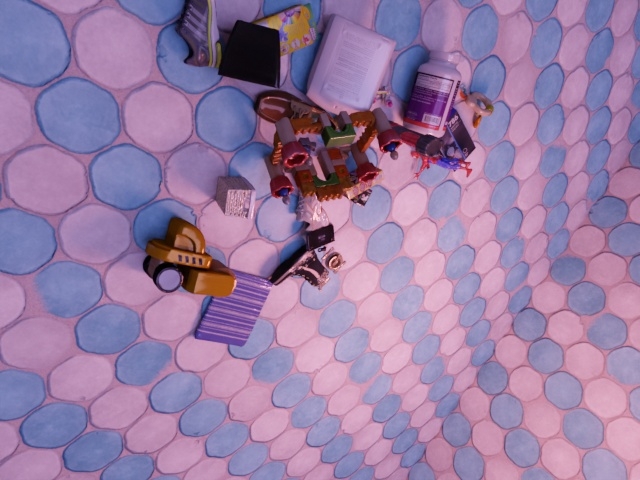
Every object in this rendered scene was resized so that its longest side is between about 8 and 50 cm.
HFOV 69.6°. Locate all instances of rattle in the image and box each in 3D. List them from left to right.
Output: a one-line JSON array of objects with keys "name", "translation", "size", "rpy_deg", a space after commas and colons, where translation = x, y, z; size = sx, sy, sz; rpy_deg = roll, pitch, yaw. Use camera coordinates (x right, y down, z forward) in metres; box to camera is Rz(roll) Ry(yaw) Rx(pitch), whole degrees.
[{"name": "rattle", "translation": [0.682, -0.617, 2.120], "size": [0.199, 0.142, 0.130], "rpy_deg": [10, 77, -20]}]

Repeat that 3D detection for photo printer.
[{"name": "photo printer", "translation": [0.100, -0.608, 1.653], "size": [0.255, 0.107, 0.308], "rpy_deg": [18, 105, -11]}]

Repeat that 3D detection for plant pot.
[{"name": "plant pot", "translation": [-0.209, -0.581, 1.433], "size": [0.187, 0.188, 0.167], "rpy_deg": [9, 110, -11]}]

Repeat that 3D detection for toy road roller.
[{"name": "toy road roller", "translation": [-0.455, 0.058, 1.649], "size": [0.329, 0.202, 0.241], "rpy_deg": [14, 96, -35]}]

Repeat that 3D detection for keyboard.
[{"name": "keyboard", "translation": [0.000, 0.000, 1.974], "size": [0.180, 0.023, 0.108], "rpy_deg": [-22, 112, -46]}]

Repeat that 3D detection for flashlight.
[{"name": "flashlight", "translation": [0.347, -0.403, 1.840], "size": [0.103, 0.304, 0.103], "rpy_deg": [13, 108, -35]}]

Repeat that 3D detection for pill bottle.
[{"name": "pill bottle", "translation": [0.464, -0.599, 1.891], "size": [0.181, 0.181, 0.323], "rpy_deg": [0, 114, -33]}]

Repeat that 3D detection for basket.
[{"name": "basket", "translation": [-0.307, -0.157, 1.648], "size": [0.103, 0.167, 0.114], "rpy_deg": [1, 114, -26]}]

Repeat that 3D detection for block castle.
[{"name": "block castle", "translation": [0.039, -0.292, 1.665], "size": [0.452, 0.213, 0.303], "rpy_deg": [-13, 161, -23]}]

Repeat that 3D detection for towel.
[{"name": "towel", "translation": [-0.362, 0.288, 1.938], "size": [0.243, 0.040, 0.336], "rpy_deg": [20, 100, -36]}]

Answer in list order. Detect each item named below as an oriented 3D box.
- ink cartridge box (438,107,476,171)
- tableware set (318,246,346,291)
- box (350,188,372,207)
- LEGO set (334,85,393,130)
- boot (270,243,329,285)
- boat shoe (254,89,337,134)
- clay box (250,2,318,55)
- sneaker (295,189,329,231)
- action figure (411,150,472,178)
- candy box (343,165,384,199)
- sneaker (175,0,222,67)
[{"name": "ink cartridge box", "translation": [0.587, -0.480, 2.111], "size": [0.165, 0.065, 0.332], "rpy_deg": [-48, 129, 0]}, {"name": "tableware set", "translation": [0.033, 0.141, 2.102], "size": [0.194, 0.039, 0.128], "rpy_deg": [-46, 130, -3]}, {"name": "box", "translation": [0.174, -0.198, 1.996], "size": [0.052, 0.062, 0.083], "rpy_deg": [20, 103, -36]}, {"name": "LEGO set", "translation": [0.168, -0.529, 1.786], "size": [0.286, 0.107, 0.132], "rpy_deg": [-31, 127, -16]}, {"name": "boot", "translation": [-0.084, 0.150, 1.988], "size": [0.236, 0.085, 0.179], "rpy_deg": [-43, 120, -11]}, {"name": "boat shoe", "translation": [-0.075, -0.455, 1.661], "size": [0.323, 0.120, 0.123], "rpy_deg": [5, 112, -34]}, {"name": "clay box", "translation": [-0.121, -0.699, 1.545], "size": [0.221, 0.053, 0.128], "rpy_deg": [-29, 126, -17]}, {"name": "sneaker", "translation": [-0.056, -0.138, 1.863], "size": [0.121, 0.099, 0.263], "rpy_deg": [-30, 126, -10]}, {"name": "action figure", "translation": [0.534, -0.334, 2.114], "size": [0.280, 0.092, 0.139], "rpy_deg": [17, 133, -9]}, {"name": "candy box", "translation": [0.161, -0.250, 1.929], "size": [0.186, 0.109, 0.053], "rpy_deg": [-32, 128, -15]}, {"name": "sneaker", "translation": [-0.375, -0.663, 1.371], "size": [0.121, 0.111, 0.300], "rpy_deg": [-17, 121, -20]}]
